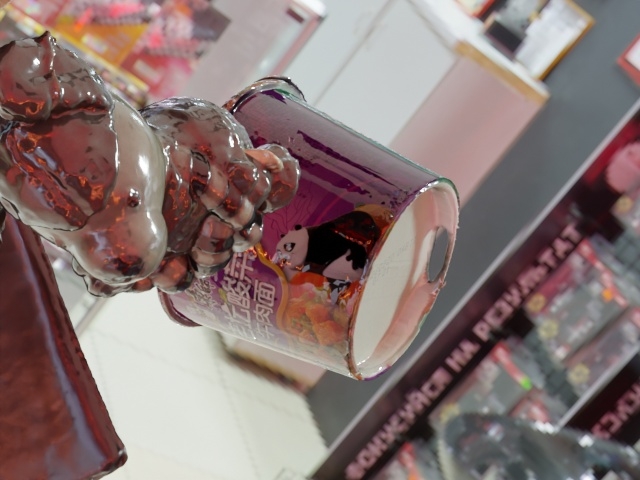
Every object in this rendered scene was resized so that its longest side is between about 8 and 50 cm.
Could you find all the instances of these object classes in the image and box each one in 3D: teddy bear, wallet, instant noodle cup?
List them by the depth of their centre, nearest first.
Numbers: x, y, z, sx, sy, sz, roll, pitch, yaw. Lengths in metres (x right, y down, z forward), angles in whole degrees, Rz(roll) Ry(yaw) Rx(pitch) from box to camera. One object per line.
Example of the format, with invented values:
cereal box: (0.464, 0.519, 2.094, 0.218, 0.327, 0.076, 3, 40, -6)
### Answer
teddy bear: (-0.147, -0.023, 0.866, 0.251, 0.171, 0.144, 2, 56, -57)
wallet: (-0.269, 0.078, 1.100, 0.285, 0.146, 0.030, 69, 14, 5)
instant noodle cup: (0.000, 0.000, 1.197, 0.190, 0.251, 0.251, 24, 10, 24)

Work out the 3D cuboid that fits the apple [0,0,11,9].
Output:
apple: (-0.409, -0.395, 1.338, 0.364, 0.364, 0.364, 35, 17, -12)
